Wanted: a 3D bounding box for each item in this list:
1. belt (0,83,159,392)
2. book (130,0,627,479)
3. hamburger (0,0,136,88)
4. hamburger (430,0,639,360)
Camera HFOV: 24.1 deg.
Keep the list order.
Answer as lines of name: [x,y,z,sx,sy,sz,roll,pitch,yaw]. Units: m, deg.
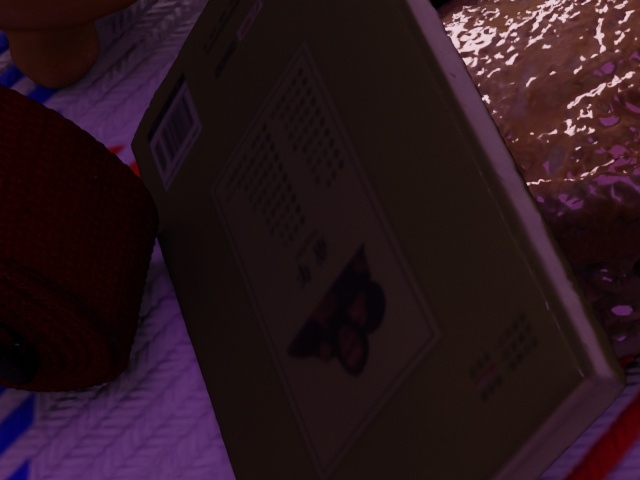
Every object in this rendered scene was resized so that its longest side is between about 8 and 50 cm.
belt: [-0.180,0.004,0.777,0.128,0.201,0.124,-26,43,38]
book: [0.000,0.000,0.733,0.035,0.239,0.352,8,44,-35]
hamburger: [-0.173,-0.249,0.938,0.276,0.237,0.276,-13,47,14]
hamburger: [0.136,-0.061,0.778,0.243,0.146,0.286,24,70,35]
